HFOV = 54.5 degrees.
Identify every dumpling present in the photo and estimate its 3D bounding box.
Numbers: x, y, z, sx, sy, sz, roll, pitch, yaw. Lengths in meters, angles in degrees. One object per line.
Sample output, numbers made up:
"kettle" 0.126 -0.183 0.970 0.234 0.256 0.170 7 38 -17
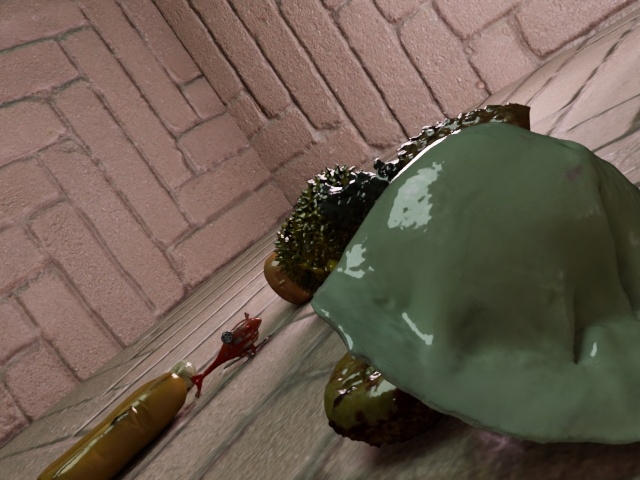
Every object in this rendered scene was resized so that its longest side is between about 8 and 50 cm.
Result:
"dumpling" 0.174 0.033 0.523 0.321 0.270 0.212 -49 -10 -15

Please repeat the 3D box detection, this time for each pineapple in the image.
"pineapple" 0.169 -0.100 1.018 0.361 0.202 0.202 -8 16 17

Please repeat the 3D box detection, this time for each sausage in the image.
"sausage" -0.051 0.064 1.492 0.120 0.136 0.241 -39 1 22

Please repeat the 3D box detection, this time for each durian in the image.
"durian" 0.033 -0.010 1.229 0.293 0.258 0.258 -53 16 -28

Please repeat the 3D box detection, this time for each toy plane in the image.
"toy plane" -0.193 0.233 1.285 0.194 0.077 0.126 -43 -2 11

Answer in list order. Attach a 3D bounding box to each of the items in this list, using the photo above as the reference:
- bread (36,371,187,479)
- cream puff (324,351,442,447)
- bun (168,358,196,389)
"bread" -0.371 0.364 1.140 0.305 0.091 0.142 -42 3 -43
"cream puff" 0.072 0.148 0.622 0.149 0.084 0.149 -36 11 9
"bun" -0.304 0.305 1.368 0.086 0.055 0.086 -43 16 15
